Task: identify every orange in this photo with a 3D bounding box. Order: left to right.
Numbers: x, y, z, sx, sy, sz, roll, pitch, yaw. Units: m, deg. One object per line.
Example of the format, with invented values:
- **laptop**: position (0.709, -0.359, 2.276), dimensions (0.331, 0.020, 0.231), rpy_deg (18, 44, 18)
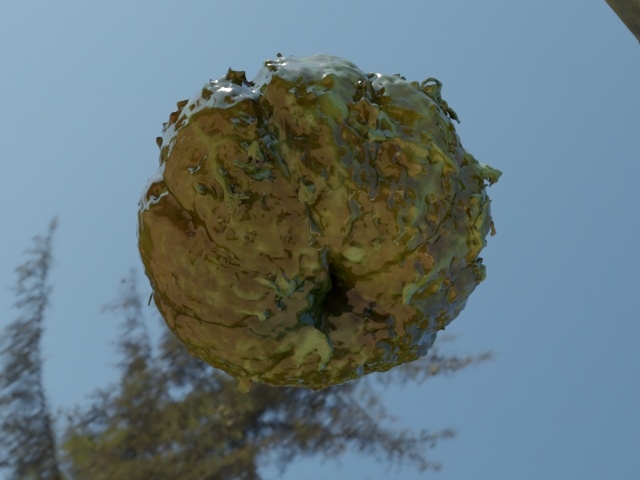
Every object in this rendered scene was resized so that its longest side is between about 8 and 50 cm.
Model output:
- **orange**: position (0.000, 0.000, 1.150), dimensions (0.301, 0.223, 0.300), rpy_deg (14, -65, -21)

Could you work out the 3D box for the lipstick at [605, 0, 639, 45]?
- **lipstick**: position (0.326, -0.224, 1.300), dimensions (0.290, 0.077, 0.076), rpy_deg (45, -13, -19)
